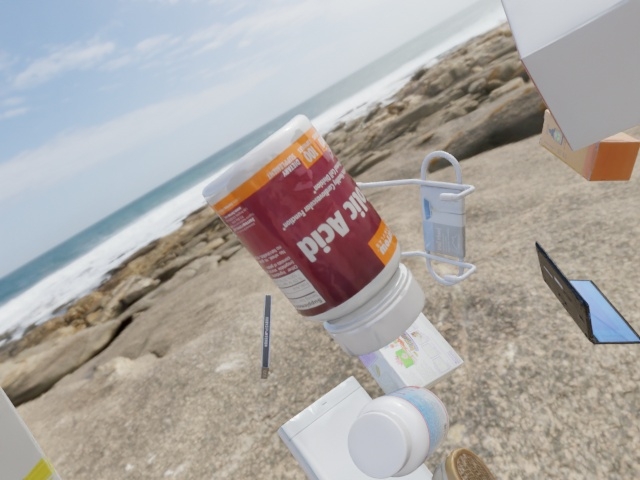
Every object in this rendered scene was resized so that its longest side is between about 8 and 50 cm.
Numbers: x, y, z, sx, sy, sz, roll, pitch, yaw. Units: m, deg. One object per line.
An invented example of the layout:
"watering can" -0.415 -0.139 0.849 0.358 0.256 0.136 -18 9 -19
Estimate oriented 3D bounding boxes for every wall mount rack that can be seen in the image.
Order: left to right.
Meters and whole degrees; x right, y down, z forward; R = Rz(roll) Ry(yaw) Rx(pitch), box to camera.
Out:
"wall mount rack" 0.230 -0.038 1.180 0.131 0.349 0.304 -25 26 -38

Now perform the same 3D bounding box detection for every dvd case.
"dvd case" -0.180 0.323 1.593 0.030 0.238 0.179 3 -28 -6

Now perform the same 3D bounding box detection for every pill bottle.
"pill bottle" 0.000 0.000 0.847 0.224 0.392 0.224 -36 14 10
"pill bottle" 0.093 0.225 0.568 0.087 0.087 0.160 -24 -19 21

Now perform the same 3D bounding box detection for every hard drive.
"hard drive" 0.101 0.495 1.040 0.233 0.353 0.047 -22 -28 -40

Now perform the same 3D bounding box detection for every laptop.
"laptop" 0.685 0.131 1.224 0.137 0.264 0.234 -26 39 9

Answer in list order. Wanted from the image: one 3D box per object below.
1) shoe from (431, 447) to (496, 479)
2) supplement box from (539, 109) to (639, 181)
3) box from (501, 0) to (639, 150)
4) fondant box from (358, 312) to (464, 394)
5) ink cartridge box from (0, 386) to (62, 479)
"shoe" 0.199 0.329 0.503 0.077 0.219 0.058 -2 -43 -46
"supplement box" 0.501 -0.187 0.913 0.080 0.078 0.233 -2 28 0
"box" 0.377 -0.346 0.700 0.168 0.215 0.345 -24 48 33
"fondant box" 0.298 0.384 1.604 0.330 0.238 0.096 -7 -40 -47
"ink cartridge box" -0.372 0.178 0.399 0.279 0.384 0.160 26 44 22
